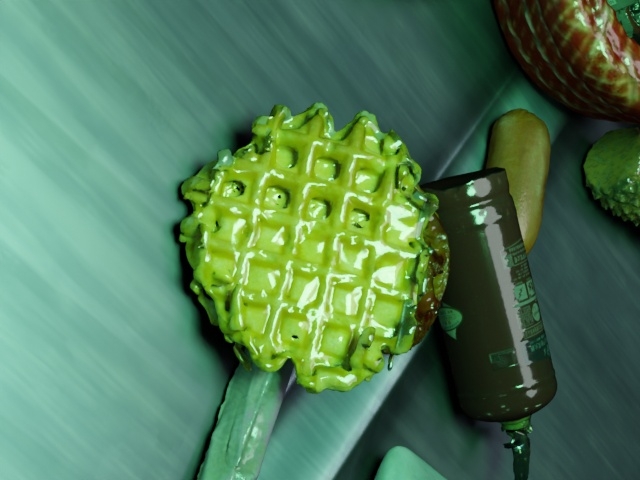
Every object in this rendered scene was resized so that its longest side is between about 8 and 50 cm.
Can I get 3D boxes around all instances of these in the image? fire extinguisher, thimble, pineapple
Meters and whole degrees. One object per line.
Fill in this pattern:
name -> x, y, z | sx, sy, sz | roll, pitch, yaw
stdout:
fire extinguisher -> 0.189, 0.094, 1.599 | 0.135, 0.114, 0.337 | -28, 105, -71
thimble -> 0.393, -0.310, 1.741 | 0.350, 0.230, 0.350 | -3, 98, -18
pineapple -> 0.455, -0.043, 1.908 | 0.251, 0.125, 0.125 | 38, 57, -29

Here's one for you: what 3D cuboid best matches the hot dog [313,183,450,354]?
hot dog -> 0.058, 0.017, 1.499 | 0.227, 0.099, 0.160 | 54, 50, -28

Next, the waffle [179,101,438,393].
waffle -> 0.000, -0.001, 1.378 | 0.262, 0.060, 0.280 | -32, 80, -16

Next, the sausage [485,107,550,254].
sausage -> 0.231, -0.067, 1.710 | 0.076, 0.076, 0.197 | 32, 59, -38

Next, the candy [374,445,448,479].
candy -> 0.113, 0.313, 1.514 | 0.174, 0.071, 0.138 | 41, 55, -33

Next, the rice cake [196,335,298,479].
rice cake -> -0.056, 0.141, 1.384 | 0.049, 0.055, 0.269 | 44, 52, -37

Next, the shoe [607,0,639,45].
shoe -> 0.400, -0.315, 1.918 | 0.126, 0.099, 0.227 | 4, 93, -27
